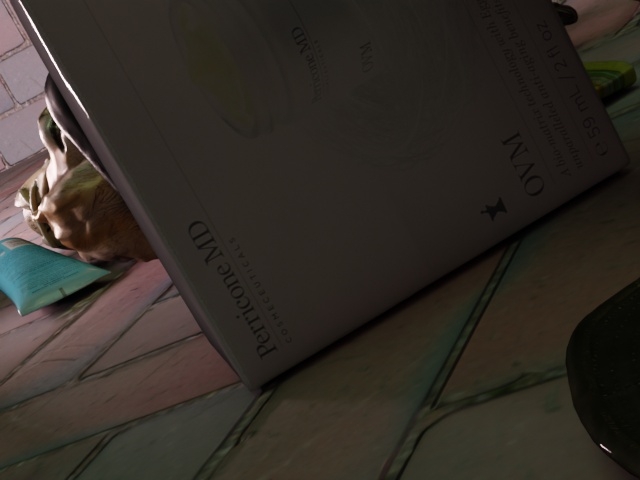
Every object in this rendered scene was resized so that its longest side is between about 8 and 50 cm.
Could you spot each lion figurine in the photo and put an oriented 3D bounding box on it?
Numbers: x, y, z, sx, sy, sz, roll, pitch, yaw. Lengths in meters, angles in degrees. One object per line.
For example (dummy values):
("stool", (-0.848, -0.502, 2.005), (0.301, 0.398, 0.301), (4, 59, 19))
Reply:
("lion figurine", (-0.014, -0.090, 1.047), (0.392, 0.142, 0.240), (-19, -1, -28))

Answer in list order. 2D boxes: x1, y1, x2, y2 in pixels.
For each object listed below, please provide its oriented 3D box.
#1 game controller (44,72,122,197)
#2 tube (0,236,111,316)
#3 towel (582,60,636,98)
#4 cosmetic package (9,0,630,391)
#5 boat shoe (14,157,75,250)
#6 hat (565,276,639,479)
("game controller", (-0.009, -0.118, 0.878), (0.319, 0.067, 0.166), (-27, 48, -27))
("tube", (-0.247, 0.032, 1.216), (0.080, 0.052, 0.207), (-32, 17, -18))
("towel", (0.071, -0.063, 0.855), (0.237, 0.021, 0.102), (-23, 10, -13))
("cosmetic package", (-0.006, -0.083, 0.707), (0.225, 0.224, 0.138), (-31, 12, -6))
("boat shoe", (-0.215, -0.030, 1.243), (0.098, 0.109, 0.302), (-28, 6, -9))
("hat", (0.185, -0.058, 0.395), (0.331, 0.134, 0.331), (-28, 12, 7))
